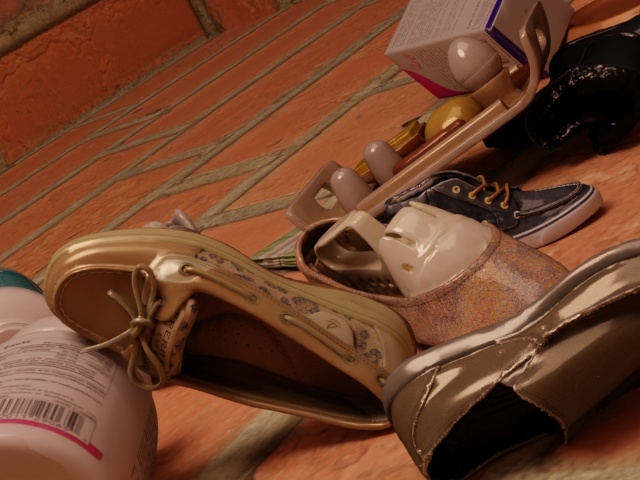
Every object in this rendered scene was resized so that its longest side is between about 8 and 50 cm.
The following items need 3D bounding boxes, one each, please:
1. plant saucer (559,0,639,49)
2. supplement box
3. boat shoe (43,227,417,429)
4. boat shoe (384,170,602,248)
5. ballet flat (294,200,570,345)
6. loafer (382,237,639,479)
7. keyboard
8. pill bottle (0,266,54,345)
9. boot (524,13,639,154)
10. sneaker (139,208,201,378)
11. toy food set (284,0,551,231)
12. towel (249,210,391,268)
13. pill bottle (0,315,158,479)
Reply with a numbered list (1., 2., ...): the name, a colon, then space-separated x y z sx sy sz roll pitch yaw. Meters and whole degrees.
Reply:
1. plant saucer: 0.385 -0.289 1.816 0.200 0.037 0.200 -25 14 7
2. supplement box: 0.204 -0.270 1.846 0.220 0.111 0.114 -5 56 55
3. boat shoe: -0.070 0.066 1.038 0.285 0.104 0.089 12 29 2
4. boat shoe: 0.149 -0.030 1.243 0.183 0.083 0.065 -22 16 17
5. ballet flat: 0.071 0.022 1.151 0.107 0.106 0.316 -47 22 -24
6. loafer: 0.156 0.084 0.874 0.251 0.094 0.087 -31 37 21
7. keyboard: 0.263 -0.150 1.584 0.180 0.023 0.108 -31 22 -19
8. pill bottle: -0.328 0.111 1.451 0.146 0.146 0.264 -30 15 -14
9. boot: 0.329 -0.173 1.407 0.246 0.094 0.207 -20 17 22
10. sneaker: -0.158 0.048 1.427 0.099 0.121 0.262 -25 15 8
11. toy food set: 0.107 -0.132 1.480 0.306 0.092 0.220 -35 7 20
12. towel: 0.000 0.000 1.530 0.113 0.023 0.152 -32 13 -28
13. pill bottle: -0.204 0.161 1.043 0.160 0.160 0.283 -25 14 6
